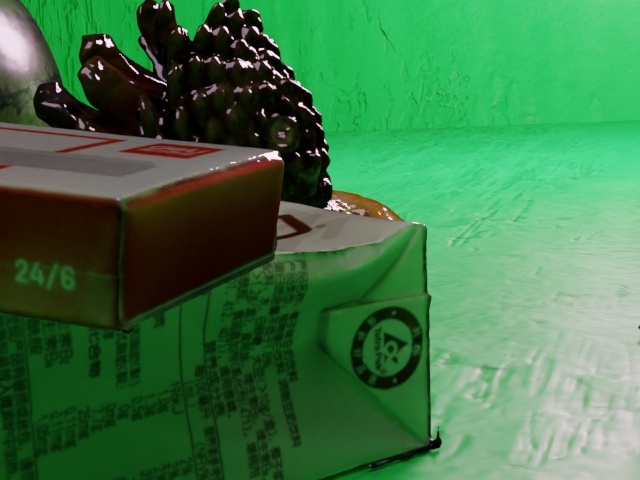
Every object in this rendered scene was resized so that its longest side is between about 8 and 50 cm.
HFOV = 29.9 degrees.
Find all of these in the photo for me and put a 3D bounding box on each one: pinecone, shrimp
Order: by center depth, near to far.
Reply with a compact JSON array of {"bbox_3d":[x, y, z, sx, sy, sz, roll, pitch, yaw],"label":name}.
[{"bbox_3d":[-0.133,-0.050,0.926,0.292,0.246,0.246,-20,-1,32],"label":"pinecone"},{"bbox_3d":[0.000,0.000,1.085,0.150,0.068,0.248,8,21,16],"label":"shrimp"}]

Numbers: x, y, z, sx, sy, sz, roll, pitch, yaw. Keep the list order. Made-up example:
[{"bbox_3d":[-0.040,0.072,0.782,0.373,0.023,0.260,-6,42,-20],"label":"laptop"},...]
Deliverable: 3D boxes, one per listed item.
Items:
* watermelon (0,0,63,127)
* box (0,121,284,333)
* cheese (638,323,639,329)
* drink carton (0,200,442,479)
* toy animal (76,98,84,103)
[{"bbox_3d":[-0.418,-0.124,1.176,0.363,0.363,0.363,-3,9,1],"label":"watermelon"},{"bbox_3d":[-0.142,-0.016,0.486,0.229,0.050,0.123,8,14,24],"label":"box"},{"bbox_3d":[0.268,0.055,0.796,0.111,0.017,0.047,-4,6,-3],"label":"cheese"},{"bbox_3d":[-0.126,0.057,0.587,0.325,0.132,0.194,-9,12,-35],"label":"drink carton"},{"bbox_3d":[-0.422,-0.116,1.579,0.359,0.188,0.226,-6,15,-17],"label":"toy animal"}]
